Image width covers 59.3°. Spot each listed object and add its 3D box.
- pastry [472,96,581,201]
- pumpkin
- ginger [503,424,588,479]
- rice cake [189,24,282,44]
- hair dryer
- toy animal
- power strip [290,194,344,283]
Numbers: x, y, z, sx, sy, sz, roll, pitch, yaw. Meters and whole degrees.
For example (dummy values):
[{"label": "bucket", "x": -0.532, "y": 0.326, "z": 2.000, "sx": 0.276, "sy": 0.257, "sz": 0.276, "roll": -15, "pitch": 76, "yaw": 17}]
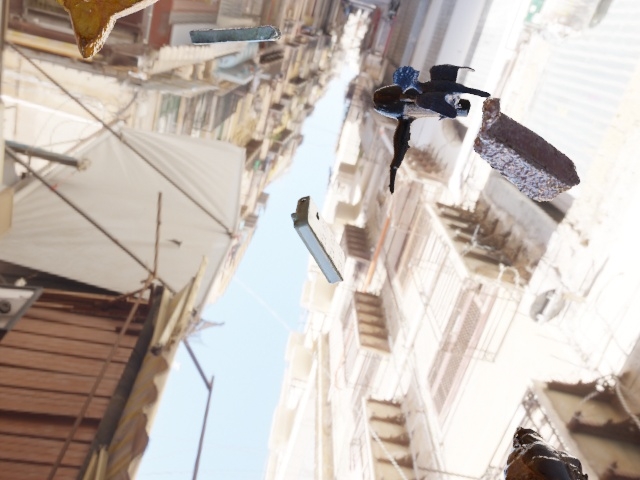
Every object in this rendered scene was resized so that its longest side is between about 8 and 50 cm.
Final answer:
[{"label": "pastry", "x": 0.383, "y": -0.171, "z": 1.094, "sx": 0.265, "sy": 0.112, "sz": 0.103, "roll": 38, "pitch": -129, "yaw": -19}, {"label": "pumpkin", "x": -0.609, "y": -0.675, "z": 1.517, "sx": 0.258, "sy": 0.290, "sz": 0.095, "roll": 50, "pitch": 170, "yaw": -14}, {"label": "ginger", "x": 0.545, "y": 0.564, "z": 1.220, "sx": 0.274, "sy": 0.153, "sz": 0.357, "roll": -14, "pitch": -135, "yaw": -44}, {"label": "rice cake", "x": -0.188, "y": -0.455, "z": 1.244, "sx": 0.210, "sy": 0.034, "sz": 0.043, "roll": 3, "pitch": -161, "yaw": 16}, {"label": "hair dryer", "x": 0.292, "y": -0.310, "z": 1.766, "sx": 0.303, "sy": 0.360, "sz": 0.120, "roll": 12, "pitch": 180, "yaw": 11}, {"label": "toy animal", "x": 0.332, "y": -0.414, "z": 1.552, "sx": 0.255, "sy": 0.176, "sz": 0.239, "roll": -3, "pitch": -130, "yaw": 35}, {"label": "power strip", "x": 0.000, "y": 0.000, "z": 1.512, "sx": 0.046, "sy": 0.270, "sz": 0.118, "roll": -15, "pitch": -140, "yaw": 21}]
